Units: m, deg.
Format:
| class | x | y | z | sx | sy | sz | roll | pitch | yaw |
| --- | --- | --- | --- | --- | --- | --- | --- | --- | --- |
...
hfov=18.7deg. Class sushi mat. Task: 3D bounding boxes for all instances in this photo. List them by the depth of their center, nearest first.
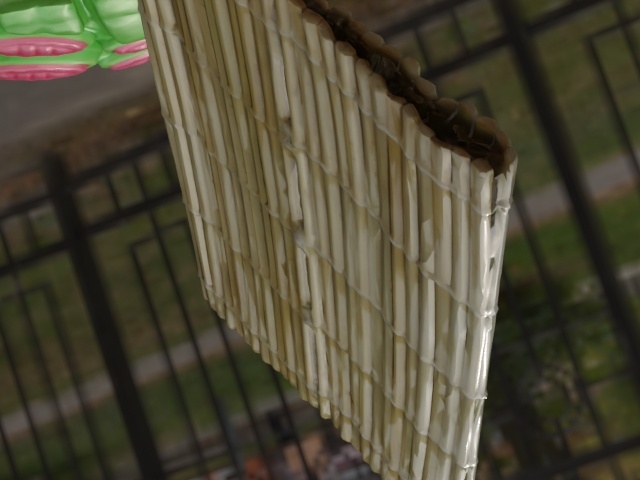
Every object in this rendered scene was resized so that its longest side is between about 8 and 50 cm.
| class | x | y | z | sx | sy | sz | roll | pitch | yaw |
| --- | --- | --- | --- | --- | --- | --- | --- | --- | --- |
| sushi mat | 0.000 | 0.000 | 0.629 | 0.019 | 0.151 | 0.316 | -39 | 159 | -15 |

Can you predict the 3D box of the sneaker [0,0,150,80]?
| class | x | y | z | sx | sy | sz | roll | pitch | yaw |
| --- | --- | --- | --- | --- | --- | --- | --- | --- | --- |
| sneaker | -0.209 | -0.186 | 0.967 | 0.482 | 0.202 | 0.185 | -3 | 174 | -18 |
